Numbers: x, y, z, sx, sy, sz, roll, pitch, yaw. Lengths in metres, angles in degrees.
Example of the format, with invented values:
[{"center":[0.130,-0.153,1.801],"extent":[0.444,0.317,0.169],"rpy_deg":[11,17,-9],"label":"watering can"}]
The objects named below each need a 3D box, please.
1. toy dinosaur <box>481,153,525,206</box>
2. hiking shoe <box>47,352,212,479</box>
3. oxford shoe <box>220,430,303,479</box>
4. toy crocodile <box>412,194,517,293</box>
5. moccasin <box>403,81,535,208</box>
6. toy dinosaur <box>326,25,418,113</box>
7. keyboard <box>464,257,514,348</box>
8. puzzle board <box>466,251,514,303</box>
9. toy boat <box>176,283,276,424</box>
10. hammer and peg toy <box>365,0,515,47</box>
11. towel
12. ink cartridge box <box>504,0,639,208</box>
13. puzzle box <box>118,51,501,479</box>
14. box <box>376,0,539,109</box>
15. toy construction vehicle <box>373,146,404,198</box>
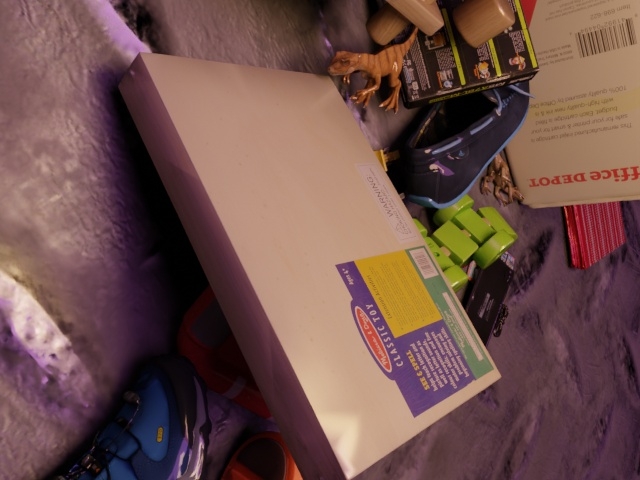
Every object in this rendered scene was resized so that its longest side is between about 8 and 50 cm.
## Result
[{"center":[0.310,-0.123,1.062],"extent":[0.183,0.053,0.093],"rpy_deg":[60,36,-34],"label":"toy dinosaur"},{"center":[-0.192,0.231,0.505],"extent":[0.132,0.113,0.304],"rpy_deg":[36,65,-38],"label":"hiking shoe"},{"center":[-0.073,0.390,0.611],"extent":[0.133,0.130,0.364],"rpy_deg":[46,59,-40],"label":"oxford shoe"},{"center":[0.178,0.022,0.888],"extent":[0.340,0.105,0.115],"rpy_deg":[-26,65,-41],"label":"toy crocodile"},{"center":[0.230,-0.193,0.902],"extent":[0.342,0.137,0.117],"rpy_deg":[-58,142,-33],"label":"moccasin"},{"center":[0.088,-0.226,0.773],"extent":[0.211,0.064,0.112],"rpy_deg":[-41,152,-43],"label":"toy dinosaur"},{"center":[0.277,0.116,1.020],"extent":[0.108,0.023,0.180],"rpy_deg":[37,70,-30],"label":"keyboard"},{"center":[0.300,0.047,1.061],"extent":[0.128,0.011,0.096],"rpy_deg":[35,65,-37],"label":"puzzle board"},{"center":[-0.025,0.131,0.606],"extent":[0.231,0.151,0.151],"rpy_deg":[36,100,-24],"label":"toy boat"},{"center":[0.063,-0.362,0.713],"extent":[0.361,0.127,0.266],"rpy_deg":[21,46,-41],"label":"hammer and peg toy"},{"center":[0.608,-0.059,1.351],"extent":[0.275,0.031,0.199],"rpy_deg":[-17,98,-45],"label":"towel"},{"center":[0.449,-0.269,1.033],"extent":[0.160,0.279,0.385],"rpy_deg":[-37,114,-40],"label":"ink cartridge box"},{"center":[0.000,0.000,0.603],"extent":[0.272,0.052,0.409],"rpy_deg":[-9,66,-49],"label":"puzzle box"},{"center":[0.184,-0.294,0.837],"extent":[0.184,0.045,0.191],"rpy_deg":[-14,84,-1],"label":"box"},{"center":[0.084,-0.081,0.839],"extent":[0.098,0.035,0.086],"rpy_deg":[-25,106,-42],"label":"toy construction vehicle"}]
